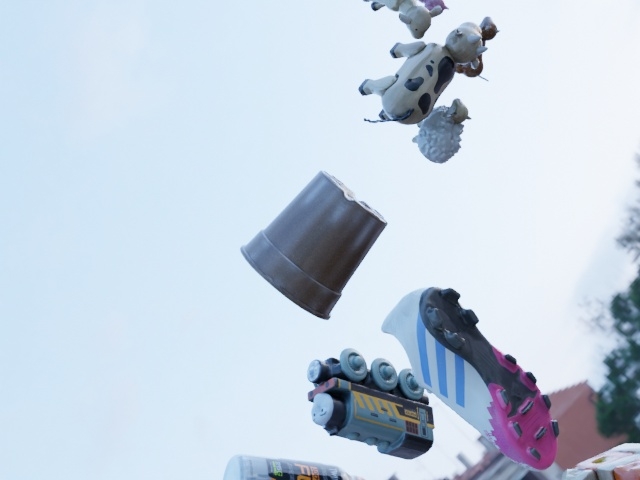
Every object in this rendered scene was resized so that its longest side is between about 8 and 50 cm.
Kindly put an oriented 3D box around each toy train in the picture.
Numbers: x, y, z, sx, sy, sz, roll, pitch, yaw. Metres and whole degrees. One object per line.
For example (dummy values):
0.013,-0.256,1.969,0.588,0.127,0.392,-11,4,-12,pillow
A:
0.113,0.363,2.183,0.334,0.190,0.142,22,-42,-33,toy train

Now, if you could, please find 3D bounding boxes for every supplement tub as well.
-0.059,0.592,2.243,0.316,0.193,0.193,10,-54,-16,supplement tub

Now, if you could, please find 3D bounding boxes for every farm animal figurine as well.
0.193,-0.340,1.767,0.330,0.172,0.327,30,-100,-35,farm animal figurine

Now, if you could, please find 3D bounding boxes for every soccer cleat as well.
0.223,0.210,1.490,0.143,0.331,0.116,-31,8,48,soccer cleat

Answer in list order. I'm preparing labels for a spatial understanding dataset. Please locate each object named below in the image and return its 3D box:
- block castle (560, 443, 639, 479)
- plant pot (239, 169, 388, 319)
0.453,0.350,1.047,0.453,0.303,0.213,-16,-7,-19,block castle
0.000,0.000,1.431,0.165,0.167,0.167,-50,-29,7,plant pot
